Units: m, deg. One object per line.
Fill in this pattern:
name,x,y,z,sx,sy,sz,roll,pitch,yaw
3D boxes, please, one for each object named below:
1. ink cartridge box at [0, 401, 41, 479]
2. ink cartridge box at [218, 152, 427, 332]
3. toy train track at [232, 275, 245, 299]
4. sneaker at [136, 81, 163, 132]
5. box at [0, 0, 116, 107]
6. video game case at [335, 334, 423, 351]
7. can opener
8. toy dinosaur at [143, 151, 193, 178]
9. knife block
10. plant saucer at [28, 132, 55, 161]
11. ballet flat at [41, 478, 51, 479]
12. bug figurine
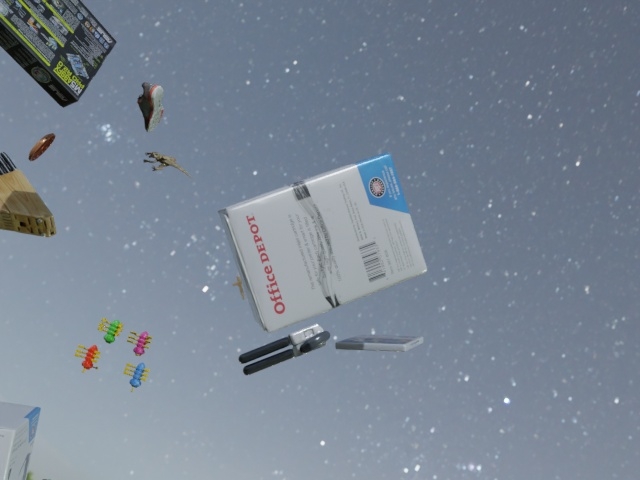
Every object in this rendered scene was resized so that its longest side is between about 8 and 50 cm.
ink cartridge box,-0.741,0.537,1.522,0.128,0.308,0.223,11,-3,-9
ink cartridge box,0.000,0.000,1.548,0.166,0.394,0.286,-174,-115,-75
toy train track,-0.262,0.154,2.245,0.014,0.048,0.083,-137,-148,-72
sneaker,-0.479,-0.376,1.909,0.064,0.061,0.158,28,-49,7
box,-0.593,-0.463,1.487,0.060,0.216,0.270,-10,-43,32
video game case,0.167,0.287,1.913,0.201,0.023,0.183,-1,-1,24
can opener,-0.106,0.329,2.081,0.076,0.283,0.095,68,-19,8
toy dinosaur,-0.468,-0.239,2.057,0.183,0.092,0.053,29,-64,29
knife block,-0.885,-0.145,2.006,0.275,0.242,0.088,10,-39,-4
plant saucer,-0.651,-0.219,1.594,0.013,0.083,0.083,41,-30,-11
ballet flat,-0.463,0.465,1.136,0.074,0.074,0.203,29,-41,14
bug figurine,-0.715,0.402,2.436,0.278,0.216,0.072,19,-16,8
